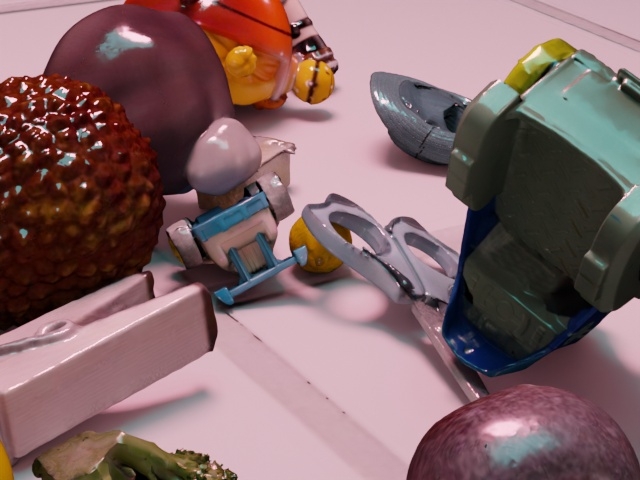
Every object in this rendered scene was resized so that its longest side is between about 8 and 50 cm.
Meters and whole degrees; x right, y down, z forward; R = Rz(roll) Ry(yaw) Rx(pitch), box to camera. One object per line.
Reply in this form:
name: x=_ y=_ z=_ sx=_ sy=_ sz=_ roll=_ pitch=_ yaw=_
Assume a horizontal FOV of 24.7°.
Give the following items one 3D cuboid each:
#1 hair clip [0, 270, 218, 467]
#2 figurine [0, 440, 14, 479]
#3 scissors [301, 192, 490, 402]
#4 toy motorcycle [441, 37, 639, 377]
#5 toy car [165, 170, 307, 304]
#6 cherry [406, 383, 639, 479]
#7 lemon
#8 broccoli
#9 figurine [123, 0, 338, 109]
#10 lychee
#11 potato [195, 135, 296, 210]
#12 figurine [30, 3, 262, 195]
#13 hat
hair clip: x=-0.233 y=0.119 z=1.174 sx=0.101 sy=0.085 sz=0.331 roll=21 pitch=37 yaw=38
figurine: x=-0.367 y=0.178 z=0.931 sx=0.343 sy=0.187 sz=0.215 roll=3 pitch=51 yaw=11
scissors: x=0.102 y=0.064 z=1.343 sx=0.191 sy=0.029 sz=0.360 roll=19 pitch=23 yaw=-29
toy motorcycle: x=0.197 y=0.009 z=1.240 sx=0.200 sy=0.326 sz=0.191 roll=-37 pitch=64 yaw=-27
toy car: x=-0.084 y=0.004 z=1.458 sx=0.126 sy=0.098 sz=0.161 roll=-27 pitch=1 yaw=-10
cherry: x=0.142 y=0.172 z=1.034 sx=0.176 sy=0.140 sz=0.176 roll=-11 pitch=19 yaw=4
lemon: x=0.000 y=0.000 z=1.476 sx=0.065 sy=0.065 sz=0.092 roll=5 pitch=25 yaw=4
broccoli: x=-0.129 y=0.190 z=0.963 sx=0.162 sy=0.138 sz=0.146 roll=-12 pitch=33 yaw=14
figurine: x=-0.132 y=-0.265 z=1.869 sx=0.320 sy=0.196 sz=0.323 roll=16 pitch=17 yaw=12
lychee: x=-0.266 y=-0.027 z=1.323 sx=0.271 sy=0.236 sz=0.236 roll=-36 pitch=42 yaw=-27
potato: x=-0.082 y=-0.074 z=1.627 sx=0.086 sy=0.061 sz=0.122 roll=13 pitch=25 yaw=21
figurine: x=-0.246 y=-0.117 z=1.569 sx=0.218 sy=0.206 sz=0.365 roll=5 pitch=-17 yaw=-37
hat: x=0.137 y=-0.135 z=1.770 sx=0.191 sy=0.078 sz=0.138 roll=23 pitch=35 yaw=-2
